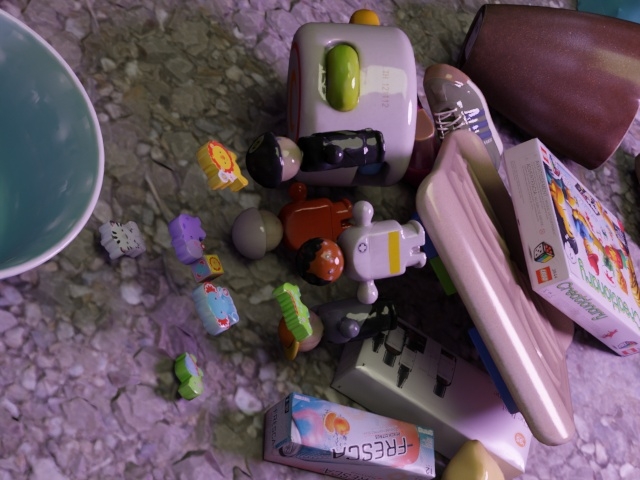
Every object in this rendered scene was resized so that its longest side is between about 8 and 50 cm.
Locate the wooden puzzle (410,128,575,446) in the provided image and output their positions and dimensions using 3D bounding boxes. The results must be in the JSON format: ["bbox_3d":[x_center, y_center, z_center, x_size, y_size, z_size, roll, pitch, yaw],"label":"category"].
[{"bbox_3d":[0.196,0.046,1.423,0.322,0.080,0.348,62,18,-7],"label":"wooden puzzle"}]

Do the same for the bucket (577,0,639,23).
[{"bbox_3d":[0.574,-0.377,1.958,0.281,0.183,0.281,16,54,-24],"label":"bucket"}]

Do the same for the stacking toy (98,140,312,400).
[{"bbox_3d":[-0.121,0.035,1.243,0.052,0.167,0.221,-2,63,-59],"label":"stacking toy"}]

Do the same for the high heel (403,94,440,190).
[{"bbox_3d":[0.101,-0.172,1.612,0.082,0.117,0.244,-21,51,-10],"label":"high heel"}]

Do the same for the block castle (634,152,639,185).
[{"bbox_3d":[0.686,-0.123,1.703,0.303,0.453,0.213,14,48,-28],"label":"block castle"}]

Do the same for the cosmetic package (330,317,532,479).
[{"bbox_3d":[0.135,0.179,1.403,0.239,0.060,0.099,33,50,-14],"label":"cosmetic package"}]

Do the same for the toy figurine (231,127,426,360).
[{"bbox_3d":[0.000,0.000,1.306,0.148,0.213,0.210,-9,59,-20],"label":"toy figurine"}]

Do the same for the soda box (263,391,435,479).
[{"bbox_3d":[0.033,0.219,1.308,0.183,0.063,0.058,18,54,-25],"label":"soda box"}]

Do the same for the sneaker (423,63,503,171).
[{"bbox_3d":[0.186,-0.137,1.590,0.192,0.064,0.086,51,42,-42],"label":"sneaker"}]

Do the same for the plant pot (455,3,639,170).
[{"bbox_3d":[0.314,-0.240,1.705,0.230,0.215,0.215,21,52,-5],"label":"plant pot"}]

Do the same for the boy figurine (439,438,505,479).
[{"bbox_3d":[0.172,0.356,1.299,0.177,0.092,0.285,-7,62,-11],"label":"boy figurine"}]

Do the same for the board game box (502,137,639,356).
[{"bbox_3d":[0.332,0.017,1.557,0.305,0.053,0.193,31,44,-51],"label":"board game box"}]

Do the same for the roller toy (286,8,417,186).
[{"bbox_3d":[0.039,-0.160,1.441,0.146,0.191,0.209,1,29,-8],"label":"roller toy"}]

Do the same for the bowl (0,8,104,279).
[{"bbox_3d":[-0.376,-0.069,1.140,0.311,0.163,0.312,16,56,-25],"label":"bowl"}]
